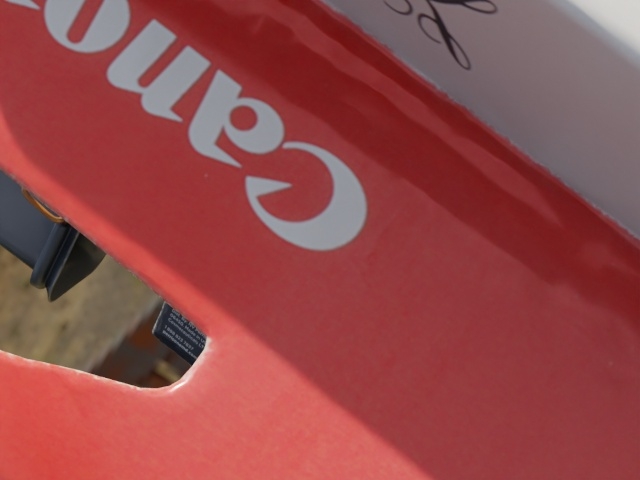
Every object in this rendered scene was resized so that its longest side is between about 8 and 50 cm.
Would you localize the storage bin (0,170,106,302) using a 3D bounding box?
[{"bbox_3d":[-0.136,-0.051,0.940,0.135,0.091,0.098,-62,-6,23],"label":"storage bin"}]

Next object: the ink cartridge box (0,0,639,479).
[{"bbox_3d":[-0.002,-0.072,0.386,0.261,0.296,0.066,-49,-8,-23],"label":"ink cartridge box"}]

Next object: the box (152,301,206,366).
[{"bbox_3d":[0.000,0.000,1.126,0.156,0.093,0.158,-32,-26,-48],"label":"box"}]
